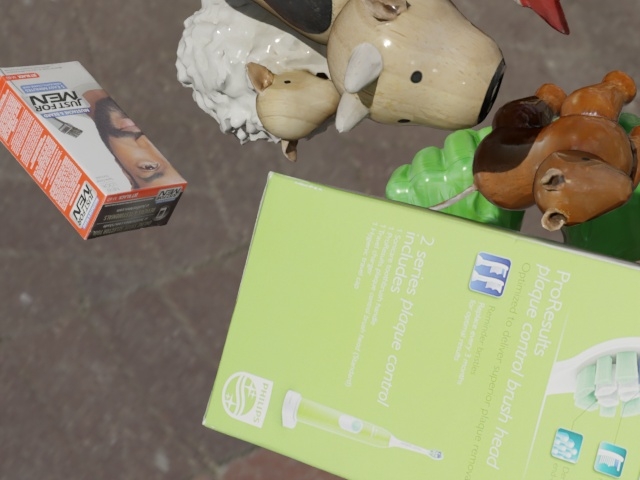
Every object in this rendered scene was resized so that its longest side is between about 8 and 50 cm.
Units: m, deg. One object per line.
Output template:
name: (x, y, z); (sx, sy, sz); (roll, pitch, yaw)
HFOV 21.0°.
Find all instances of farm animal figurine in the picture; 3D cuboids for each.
farm animal figurine: (0.035, -0.143, 0.799); (0.326, 0.330, 0.172); (23, 44, 32)

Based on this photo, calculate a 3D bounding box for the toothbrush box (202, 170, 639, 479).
toothbrush box: (0.127, 0.069, 0.752); (0.283, 0.122, 0.206); (17, 2, 35)

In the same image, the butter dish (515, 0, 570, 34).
butter dish: (0.137, -0.238, 1.090); (0.160, 0.118, 0.160); (59, 3, 34)

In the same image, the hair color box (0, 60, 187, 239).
hair color box: (-0.200, -0.078, 1.446); (0.093, 0.053, 0.167); (-12, 52, -47)

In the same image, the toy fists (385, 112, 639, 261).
toy fists: (0.197, -0.047, 1.581); (0.279, 0.142, 0.096); (-9, 43, 2)
